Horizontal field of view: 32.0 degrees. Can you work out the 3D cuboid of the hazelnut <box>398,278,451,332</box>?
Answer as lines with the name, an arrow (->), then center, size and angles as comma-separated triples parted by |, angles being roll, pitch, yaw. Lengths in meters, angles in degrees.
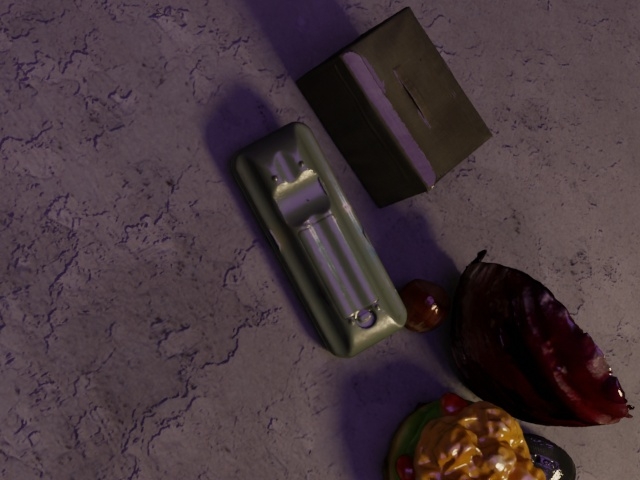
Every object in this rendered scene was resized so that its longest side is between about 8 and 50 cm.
hazelnut -> 0.151, 0.098, 1.653 | 0.086, 0.086, 0.086 | 5, 79, -26

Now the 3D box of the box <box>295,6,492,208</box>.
box -> 0.108, -0.192, 1.633 | 0.149, 0.155, 0.231 | -39, 98, -27

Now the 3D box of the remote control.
remote control -> 0.000, 0.000, 1.585 | 0.128, 0.065, 0.335 | -29, 95, -9

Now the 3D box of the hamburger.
hamburger -> 0.211, 0.334, 1.602 | 0.237, 0.149, 0.237 | 4, 81, -25

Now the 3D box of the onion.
onion -> 0.298, 0.175, 1.617 | 0.146, 0.280, 0.314 | -36, 98, -12

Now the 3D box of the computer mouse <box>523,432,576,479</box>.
computer mouse -> 0.346, 0.344, 1.725 | 0.135, 0.047, 0.079 | 28, 69, -18
